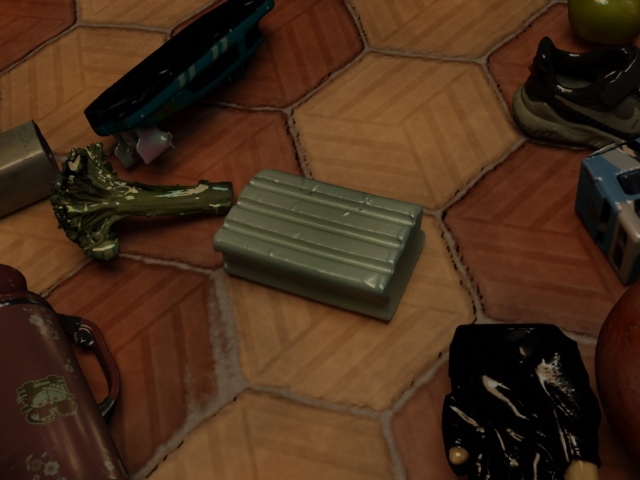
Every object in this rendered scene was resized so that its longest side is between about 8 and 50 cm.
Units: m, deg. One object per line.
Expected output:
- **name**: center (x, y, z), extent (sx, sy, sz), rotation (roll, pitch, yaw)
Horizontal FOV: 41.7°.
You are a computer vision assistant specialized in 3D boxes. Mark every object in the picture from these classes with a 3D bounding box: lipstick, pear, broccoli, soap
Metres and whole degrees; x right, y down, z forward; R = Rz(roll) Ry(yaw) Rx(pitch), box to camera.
- **lipstick**: center (-0.443, -0.053, 1.010), extent (0.252, 0.077, 0.079), rotation (-26, 54, -10)
- **pear**: center (0.353, -0.282, 1.034), extent (0.092, 0.092, 0.097), rotation (-31, 80, -13)
- **broccoli**: center (-0.202, -0.047, 0.961), extent (0.204, 0.118, 0.122), rotation (2, 27, -8)
- **soap**: center (0.000, 0.000, 0.898), extent (0.197, 0.067, 0.119), rotation (16, 57, 20)

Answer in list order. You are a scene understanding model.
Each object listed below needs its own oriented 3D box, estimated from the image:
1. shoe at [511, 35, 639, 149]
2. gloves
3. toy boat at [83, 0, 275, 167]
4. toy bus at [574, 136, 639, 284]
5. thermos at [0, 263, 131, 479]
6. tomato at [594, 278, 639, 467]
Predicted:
- **shoe**: center (0.327, -0.163, 0.931), extent (0.227, 0.112, 0.099), rotation (11, 56, 19)
- **gloves**: center (0.171, 0.174, 0.718), extent (0.164, 0.124, 0.204), rotation (-7, 83, 51)
- **toy boat**: center (-0.157, -0.212, 1.076), extent (0.134, 0.092, 0.299), rotation (1, 40, 49)
- **toy bus**: center (0.420, -0.064, 0.849), extent (0.297, 0.106, 0.131), rotation (-16, 55, 0)
- **thermos**: center (-0.275, 0.137, 0.822), extent (0.136, 0.110, 0.330), rotation (-30, 54, -11)
- **tomato**: center (0.330, 0.107, 0.678), extent (0.208, 0.208, 0.184), rotation (1, 38, 11)
